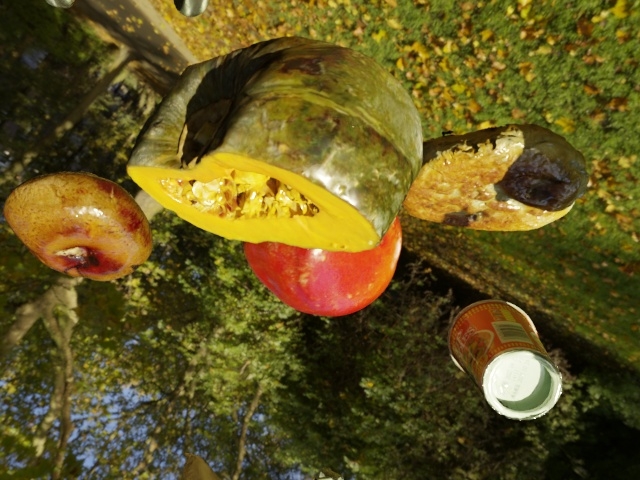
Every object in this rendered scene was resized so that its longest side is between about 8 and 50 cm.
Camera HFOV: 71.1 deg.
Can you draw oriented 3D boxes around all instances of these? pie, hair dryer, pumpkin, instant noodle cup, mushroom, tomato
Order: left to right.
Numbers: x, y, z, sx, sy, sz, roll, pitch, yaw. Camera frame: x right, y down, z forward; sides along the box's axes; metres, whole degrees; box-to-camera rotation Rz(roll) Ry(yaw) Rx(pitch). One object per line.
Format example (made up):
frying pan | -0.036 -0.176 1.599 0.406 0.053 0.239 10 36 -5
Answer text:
mushroom | -0.477 -0.051 0.910 0.268 0.254 0.267 -6 170 -1
pumpkin | -0.044 -0.074 0.467 0.317 0.139 0.222 1 157 42
tomato | 0.000 0.000 0.965 0.293 0.290 0.324 28 149 39
hair dryer | 0.008 0.654 1.224 0.063 0.037 0.124 8 165 36
pie | 0.285 -0.094 0.761 0.316 0.092 0.315 9 161 3
instant noodle cup | 0.357 0.232 0.859 0.193 0.193 0.212 38 -169 1

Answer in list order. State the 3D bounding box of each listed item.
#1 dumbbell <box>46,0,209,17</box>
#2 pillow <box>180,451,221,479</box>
dumbbell | -0.216 -0.347 0.475 0.290 0.191 0.192 -8 -160 -22
pillow | -0.159 0.403 0.608 0.128 0.051 0.229 59 178 -17
